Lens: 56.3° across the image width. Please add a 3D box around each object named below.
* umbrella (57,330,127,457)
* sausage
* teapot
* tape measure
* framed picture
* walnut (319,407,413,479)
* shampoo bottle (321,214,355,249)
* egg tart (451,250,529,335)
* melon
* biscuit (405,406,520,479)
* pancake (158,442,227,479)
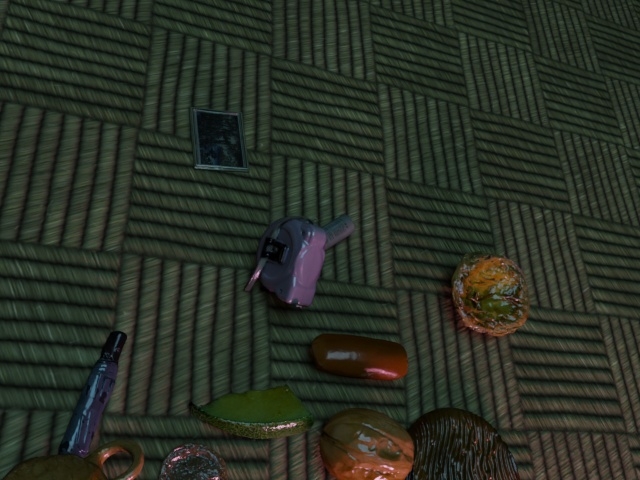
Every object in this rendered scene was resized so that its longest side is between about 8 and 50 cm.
[{"bbox_3d":[-0.422,0.289,1.128,0.053,0.052,0.251,22,59,-12],"label":"umbrella"},{"bbox_3d":[0.087,0.264,1.347,0.238,0.098,0.098,11,61,-21],"label":"sausage"},{"bbox_3d":[-0.444,0.427,0.988,0.311,0.204,0.167,-32,38,-23],"label":"teapot"},{"bbox_3d":[-0.077,0.040,1.333,0.105,0.178,0.196,15,85,-40],"label":"tape measure"},{"bbox_3d":[-0.254,-0.256,1.504,0.141,0.011,0.183,1,64,-24],"label":"framed picture"},{"bbox_3d":[0.097,0.431,1.231,0.206,0.159,0.159,20,59,-13],"label":"walnut"},{"bbox_3d":[0.000,0.000,1.461,0.195,0.056,0.056,-31,80,-32],"label":"shampoo bottle"},{"bbox_3d":[0.434,0.139,1.565,0.252,0.098,0.232,-20,81,-27],"label":"egg tart"},{"bbox_3d":[-0.138,0.346,1.230,0.261,0.053,0.114,7,55,-21],"label":"melon"},{"bbox_3d":[0.315,0.535,1.341,0.317,0.040,0.318,10,62,-20],"label":"biscuit"},{"bbox_3d":[-0.243,0.457,1.141,0.139,0.022,0.140,10,61,-19],"label":"pancake"}]
